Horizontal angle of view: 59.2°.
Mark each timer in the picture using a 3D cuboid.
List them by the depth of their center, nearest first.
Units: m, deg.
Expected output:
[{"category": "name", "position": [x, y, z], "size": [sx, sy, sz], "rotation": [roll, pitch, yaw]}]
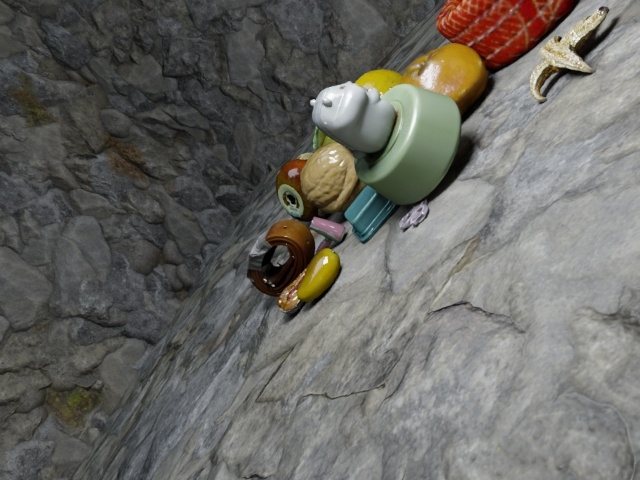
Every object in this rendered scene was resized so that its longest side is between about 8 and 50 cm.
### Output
[{"category": "timer", "position": [0.126, -0.270, 1.344], "size": [0.291, 0.315, 0.291], "rotation": [-43, 36, 43]}]

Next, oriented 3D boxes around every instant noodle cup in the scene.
[{"category": "instant noodle cup", "position": [0.133, -0.084, 1.562], "size": [0.157, 0.070, 0.179], "rotation": [-50, 16, 5]}]

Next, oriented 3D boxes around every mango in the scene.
[{"category": "mango", "position": [-0.006, 0.096, 1.509], "size": [0.161, 0.076, 0.103], "rotation": [-55, 20, -7]}]

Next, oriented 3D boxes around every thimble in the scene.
[{"category": "thimble", "position": [0.512, -0.659, 1.555], "size": [0.350, 0.230, 0.350], "rotation": [-47, 16, 18]}]

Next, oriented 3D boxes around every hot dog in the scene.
[{"category": "hot dog", "position": [-0.051, 0.130, 1.600], "size": [0.191, 0.059, 0.108], "rotation": [-50, 18, -13]}]

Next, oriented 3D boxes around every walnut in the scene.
[{"category": "walnut", "position": [0.053, -0.203, 1.782], "size": [0.261, 0.225, 0.225], "rotation": [-43, 15, 48]}]

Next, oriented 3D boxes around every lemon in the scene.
[{"category": "lemon", "position": [0.212, -0.479, 1.958], "size": [0.228, 0.228, 0.253], "rotation": [-49, 49, 5]}]

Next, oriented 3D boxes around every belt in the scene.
[{"category": "belt", "position": [-0.122, 0.056, 1.711], "size": [0.261, 0.184, 0.105], "rotation": [-54, 9, 42]}]

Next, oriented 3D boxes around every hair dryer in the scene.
[{"category": "hair dryer", "position": [0.005, 0.004, 1.708], "size": [0.054, 0.106, 0.154], "rotation": [-75, 5, -52]}]

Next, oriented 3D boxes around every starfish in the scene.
[{"category": "starfish", "position": [0.524, -0.400, 1.201], "size": [0.238, 0.071, 0.216], "rotation": [-55, 8, 7]}]

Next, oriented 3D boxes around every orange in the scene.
[{"category": "orange", "position": [0.338, -0.432, 1.554], "size": [0.249, 0.183, 0.249], "rotation": [-34, 37, 30]}]

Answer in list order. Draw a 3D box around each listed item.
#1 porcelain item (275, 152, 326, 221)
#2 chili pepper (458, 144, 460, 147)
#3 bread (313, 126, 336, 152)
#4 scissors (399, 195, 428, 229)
[{"category": "porcelain item", "position": [-0.036, -0.198, 2.063], "size": [0.253, 0.253, 0.253], "rotation": [-46, 15, 16]}, {"category": "chili pepper", "position": [0.287, -0.230, 1.475], "size": [0.122, 0.065, 0.279], "rotation": [-35, 20, 12]}, {"category": "bread", "position": [0.117, -0.347, 1.840], "size": [0.301, 0.301, 0.045], "rotation": [-41, 41, 31]}, {"category": "scissors", "position": [0.250, -0.100, 1.359], "size": [0.189, 0.015, 0.100], "rotation": [-57, 14, -28]}]
